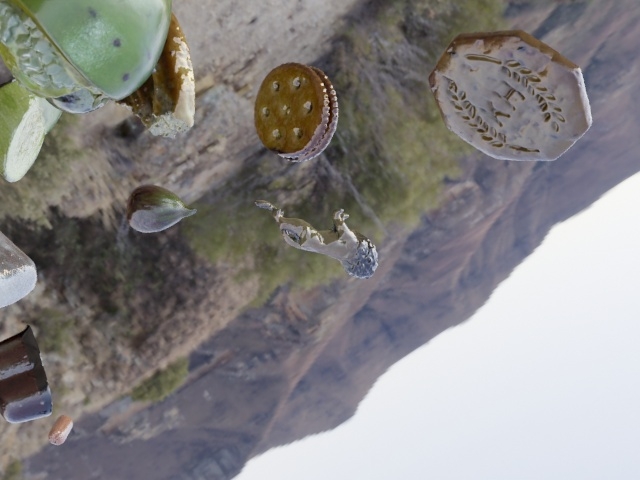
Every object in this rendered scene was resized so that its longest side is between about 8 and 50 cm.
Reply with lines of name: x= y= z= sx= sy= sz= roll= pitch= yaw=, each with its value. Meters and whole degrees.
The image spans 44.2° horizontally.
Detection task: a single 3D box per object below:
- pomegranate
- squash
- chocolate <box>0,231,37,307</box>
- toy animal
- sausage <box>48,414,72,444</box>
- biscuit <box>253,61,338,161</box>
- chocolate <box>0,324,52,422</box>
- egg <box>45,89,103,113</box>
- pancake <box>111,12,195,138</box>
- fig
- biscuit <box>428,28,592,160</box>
pomegranate: x=-0.326 y=-0.320 z=0.988 sx=0.260 sy=0.260 sz=0.340 roll=-34 pitch=147 yaw=-2
squash: x=-0.628 y=-0.247 z=1.672 sx=0.220 sy=0.133 sz=0.220 roll=-46 pitch=174 yaw=-6
chocolate: x=-0.645 y=-0.005 z=1.393 sx=0.100 sy=0.303 sz=0.185 roll=-48 pitch=176 yaw=24
toy animal: x=0.003 y=-0.017 z=1.159 sx=0.086 sy=0.220 sz=0.069 roll=-68 pitch=-164 yaw=-12
sausage: x=-0.499 y=0.364 z=1.516 sx=0.034 sy=0.034 sz=0.083 roll=-34 pitch=-168 yaw=3
biscuit: x=-0.057 y=-0.284 z=1.746 sx=0.220 sy=0.220 sz=0.066 roll=-36 pitch=159 yaw=35
chocolate: x=-0.483 y=0.217 z=1.236 sx=0.080 sy=0.148 sz=0.125 roll=-13 pitch=164 yaw=-32
egg: x=-0.446 y=-0.315 z=1.484 sx=0.182 sy=0.141 sz=0.141 roll=-39 pitch=-178 yaw=-42
pancake: x=-0.313 y=-0.271 z=1.170 sx=0.244 sy=0.266 sz=0.057 roll=-10 pitch=177 yaw=8
fig: x=-0.355 y=-0.068 z=1.761 sx=0.109 sy=0.155 sz=0.103 roll=110 pitch=-12 yaw=-50
biscuit: x=0.391 y=-0.294 z=1.657 sx=0.046 sy=0.359 sz=0.359 roll=-56 pitch=-172 yaw=-28
